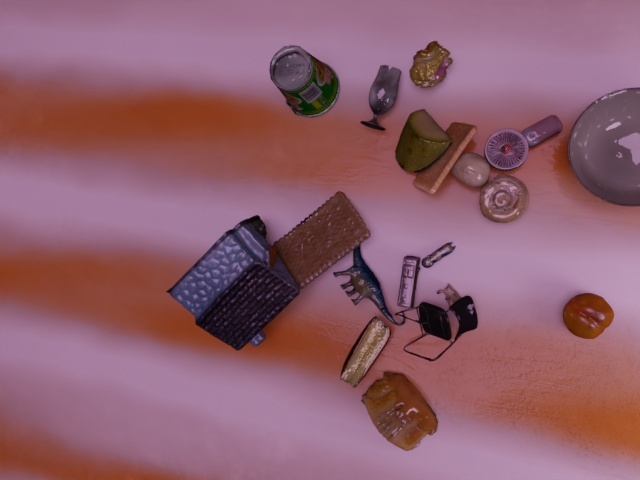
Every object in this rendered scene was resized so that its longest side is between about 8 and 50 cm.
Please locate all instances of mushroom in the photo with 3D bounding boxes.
[{"bbox_3d":[0.568,-0.129,1.664,0.154,0.122,0.154,0,89,21],"label":"mushroom"}]

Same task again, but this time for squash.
[{"bbox_3d":[0.298,-0.317,1.725,0.184,0.085,0.191,-47,50,23],"label":"squash"}]

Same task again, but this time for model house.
[{"bbox_3d":[-0.243,0.155,1.817,0.360,0.297,0.339,-44,86,11],"label":"model house"}]

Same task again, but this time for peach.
[{"bbox_3d":[0.790,0.222,1.590,0.138,0.138,0.138,0,89,16],"label":"peach"}]

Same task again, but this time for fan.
[{"bbox_3d":[0.632,-0.311,1.674,0.244,0.074,0.130,-30,81,12],"label":"fan"}]

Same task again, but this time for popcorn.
[{"bbox_3d":[0.353,-0.565,1.734,0.145,0.126,0.126,-41,87,21],"label":"popcorn"}]

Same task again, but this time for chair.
[{"bbox_3d":[0.373,0.260,1.707,0.145,0.221,0.140,13,123,56],"label":"chair"}]

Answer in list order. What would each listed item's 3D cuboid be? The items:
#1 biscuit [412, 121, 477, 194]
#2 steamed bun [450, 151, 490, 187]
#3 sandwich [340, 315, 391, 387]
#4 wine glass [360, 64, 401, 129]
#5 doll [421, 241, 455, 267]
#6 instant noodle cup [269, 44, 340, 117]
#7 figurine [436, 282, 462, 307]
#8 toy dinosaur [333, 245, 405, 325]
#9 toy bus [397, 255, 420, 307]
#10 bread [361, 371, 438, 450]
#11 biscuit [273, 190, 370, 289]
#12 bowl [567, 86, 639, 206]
[{"bbox_3d":[0.394,-0.264,1.709,0.030,0.160,0.249,30,97,-20],"label":"biscuit"},{"bbox_3d":[0.473,-0.229,1.687,0.130,0.113,0.090,52,126,33],"label":"steamed bun"},{"bbox_3d":[0.152,0.369,1.791,0.090,0.088,0.244,31,93,5],"label":"sandwich"},{"bbox_3d":[0.205,-0.477,1.789,0.093,0.093,0.202,20,94,15],"label":"wine glass"},{"bbox_3d":[0.387,0.048,1.758,0.125,0.027,0.037,-37,72,12],"label":"doll"},{"bbox_3d":[-0.063,-0.535,1.791,0.207,0.233,0.206,0,90,16],"label":"instant noodle cup"},{"bbox_3d":[0.423,0.184,1.742,0.083,0.047,0.050,48,116,4],"label":"figurine"},{"bbox_3d":[0.143,0.145,1.800,0.147,0.076,0.362,-28,75,1],"label":"toy dinosaur"},{"bbox_3d":[0.290,0.135,1.762,0.058,0.072,0.171,8,90,20],"label":"toy bus"},{"bbox_3d":[0.251,0.560,1.731,0.174,0.133,0.251,-42,79,13],"label":"bread"},{"bbox_3d":[0.000,0.000,1.840,0.325,0.044,0.217,-39,63,12],"label":"biscuit"},{"bbox_3d":[0.889,-0.258,1.557,0.338,0.157,0.336,-1,88,16],"label":"bowl"}]
